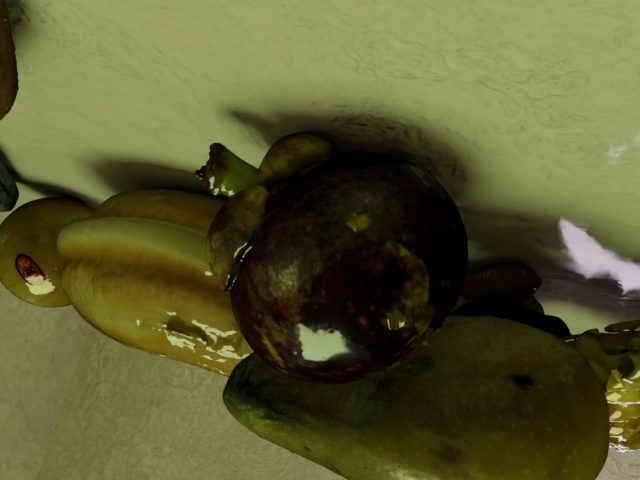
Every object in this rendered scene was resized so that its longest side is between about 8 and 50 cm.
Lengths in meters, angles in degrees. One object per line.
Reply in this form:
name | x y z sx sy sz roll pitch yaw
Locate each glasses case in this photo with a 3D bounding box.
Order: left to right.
glasses case | -0.476 -0.088 0.906 0.109 0.067 0.282 22 168 -12

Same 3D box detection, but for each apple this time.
apple | -0.404 0.017 1.037 0.155 0.182 0.182 -27 145 28

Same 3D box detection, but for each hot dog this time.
hot dog | 0.202 0.096 0.804 0.194 0.107 0.326 3 155 -9

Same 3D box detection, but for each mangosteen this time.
mangosteen | 0.000 0.000 0.512 0.217 0.192 0.192 47 167 2

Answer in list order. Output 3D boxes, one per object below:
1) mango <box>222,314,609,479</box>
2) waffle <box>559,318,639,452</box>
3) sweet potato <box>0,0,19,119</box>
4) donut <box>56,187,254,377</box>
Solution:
mango | 0.078 0.151 0.601 0.330 0.175 0.176 -5 153 33
waffle | 0.388 0.152 0.683 0.382 0.095 0.380 15 155 -24
sweet potato | -0.296 -0.120 0.507 0.342 0.092 0.114 3 137 44
donut | -0.111 0.072 0.862 0.449 0.198 0.449 15 165 4
